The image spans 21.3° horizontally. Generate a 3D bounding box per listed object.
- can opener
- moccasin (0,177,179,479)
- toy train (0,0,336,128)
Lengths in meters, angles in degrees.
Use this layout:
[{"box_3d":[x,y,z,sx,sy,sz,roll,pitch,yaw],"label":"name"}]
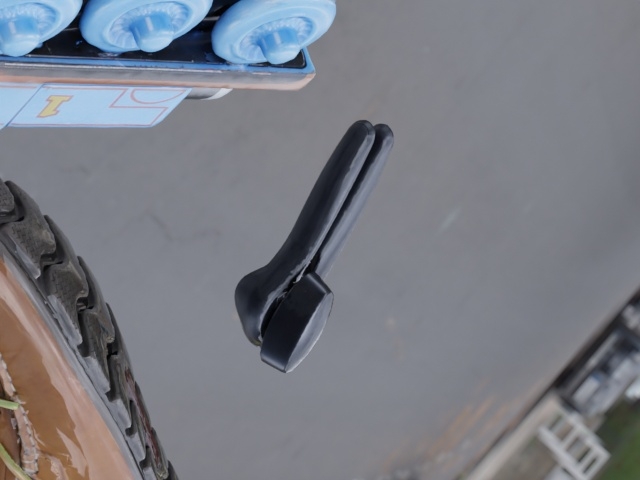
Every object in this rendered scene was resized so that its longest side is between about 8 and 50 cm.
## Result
[{"box_3d":[0.000,0.000,1.186,0.186,0.073,0.059,-63,159,7],"label":"can opener"},{"box_3d":[-0.190,0.124,1.146,0.147,0.139,0.380,-18,125,2],"label":"moccasin"},{"box_3d":[-0.079,-0.078,0.545,0.184,0.080,0.105,-4,157,-41],"label":"toy train"}]
